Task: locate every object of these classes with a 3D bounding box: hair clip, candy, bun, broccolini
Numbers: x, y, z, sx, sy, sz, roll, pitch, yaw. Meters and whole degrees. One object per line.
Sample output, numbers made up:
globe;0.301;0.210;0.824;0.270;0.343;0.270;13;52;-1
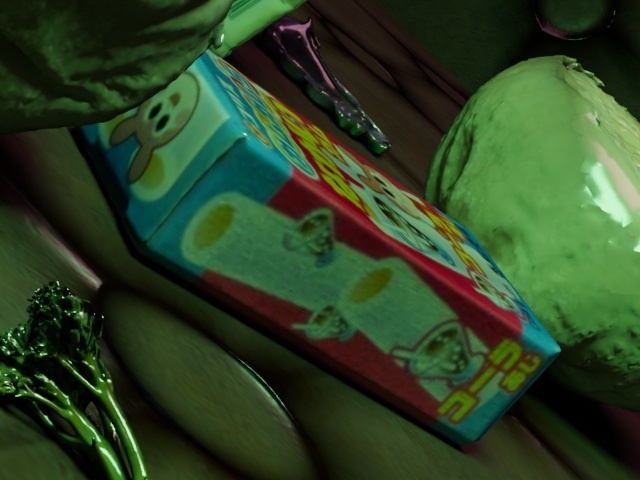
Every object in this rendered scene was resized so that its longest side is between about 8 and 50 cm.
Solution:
hair clip;0.015;-0.167;1.842;0.195;0.052;0.124;51;19;15
candy;0.001;-0.001;1.087;0.306;0.100;0.157;32;16;-36
bun;0.229;0.012;1.520;0.360;0.211;0.359;44;16;-16
bun;-0.133;-0.185;0.860;0.281;0.205;0.281;172;-90;-86
broccolini;-0.069;0.097;0.663;0.194;0.054;0.052;52;-4;30

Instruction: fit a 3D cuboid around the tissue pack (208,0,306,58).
tissue pack;-0.077;-0.392;1.531;0.380;0.297;0.207;58;8;-14
